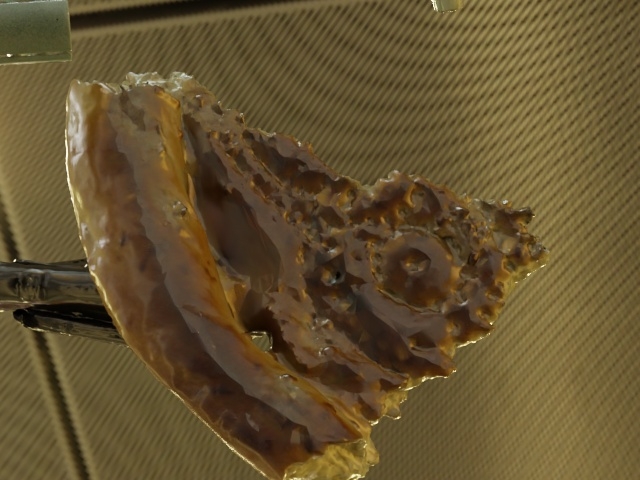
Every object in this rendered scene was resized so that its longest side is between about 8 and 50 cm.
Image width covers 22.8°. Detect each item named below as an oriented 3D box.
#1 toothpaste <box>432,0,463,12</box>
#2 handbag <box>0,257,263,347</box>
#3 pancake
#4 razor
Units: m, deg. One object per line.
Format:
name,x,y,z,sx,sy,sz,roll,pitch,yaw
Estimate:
toothpaste,0.089,-0.292,1.274,0.052,0.033,0.218,-6,-71,12
handbag,-0.186,0.055,1.574,0.244,0.275,0.088,5,-86,20
pancake,0.000,0.000,0.842,0.245,0.266,0.057,-14,-21,-10
razor,-0.304,-0.199,1.599,0.106,0.232,0.068,-4,-89,-8
